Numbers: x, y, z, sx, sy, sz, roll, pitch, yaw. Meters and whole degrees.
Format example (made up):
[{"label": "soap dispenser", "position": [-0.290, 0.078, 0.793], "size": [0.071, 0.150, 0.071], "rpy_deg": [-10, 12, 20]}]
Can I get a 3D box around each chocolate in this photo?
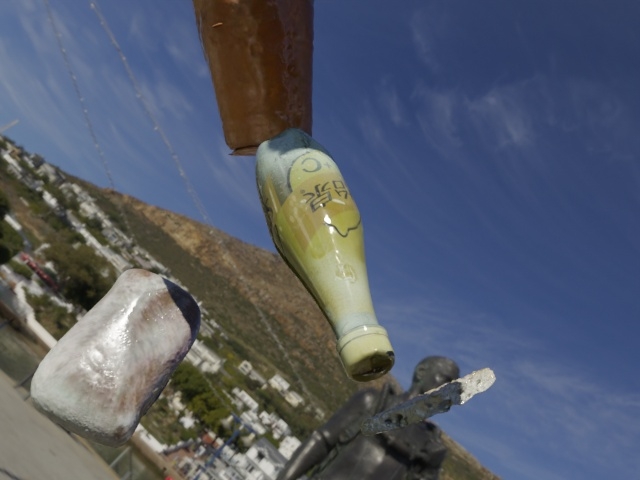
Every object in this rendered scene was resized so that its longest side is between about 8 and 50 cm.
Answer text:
[{"label": "chocolate", "position": [-0.319, 0.170, 0.899], "size": [0.185, 0.303, 0.100], "rpy_deg": [32, -44, -4]}]

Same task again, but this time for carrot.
[{"label": "carrot", "position": [-0.101, -0.255, 0.823], "size": [0.196, 0.196, 0.254], "rpy_deg": [9, -76, 52]}]

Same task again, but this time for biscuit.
[{"label": "biscuit", "position": [0.194, 0.284, 0.961], "size": [0.188, 0.266, 0.040], "rpy_deg": [97, -29, -73]}]

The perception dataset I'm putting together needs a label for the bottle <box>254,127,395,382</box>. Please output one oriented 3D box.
[{"label": "bottle", "position": [0.000, 0.000, 0.469], "size": [0.269, 0.083, 0.083], "rpy_deg": [-110, -179, -46]}]
